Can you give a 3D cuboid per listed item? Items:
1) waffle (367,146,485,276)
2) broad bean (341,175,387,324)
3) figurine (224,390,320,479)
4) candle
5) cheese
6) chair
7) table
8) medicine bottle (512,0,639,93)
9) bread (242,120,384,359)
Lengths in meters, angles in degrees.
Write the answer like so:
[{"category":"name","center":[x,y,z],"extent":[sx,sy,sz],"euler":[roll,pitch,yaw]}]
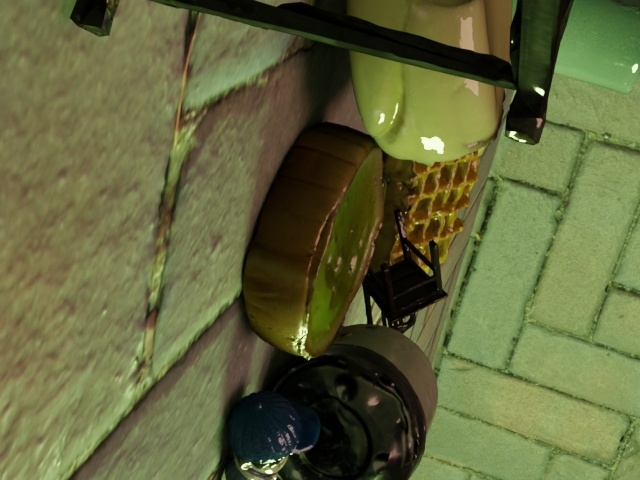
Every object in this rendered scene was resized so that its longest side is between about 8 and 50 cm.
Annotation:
[{"category":"waffle","center":[0.139,-0.068,1.361],"extent":[0.309,0.065,0.283],"euler":[-57,149,-15]},{"category":"broad bean","center":[0.038,0.006,1.168],"extent":[0.070,0.048,0.214],"euler":[-1,110,-77]},{"category":"figurine","center":[-0.062,0.212,1.001],"extent":[0.086,0.087,0.149],"euler":[-55,175,-50]},{"category":"candle","center":[0.048,0.192,1.188],"extent":[0.330,0.187,0.187],"euler":[-26,134,-75]},{"category":"cheese","center":[0.102,-0.202,0.892],"extent":[0.266,0.127,0.233],"euler":[-67,153,-53]},{"category":"chair","center":[0.106,0.076,1.280],"extent":[0.084,0.101,0.212],"euler":[-24,129,-14]},{"category":"table","center":[0.002,-0.217,0.281],"extent":[0.335,0.222,0.272],"euler":[37,71,-76]},{"category":"medicine bottle","center":[0.388,-0.384,1.559],"extent":[0.245,0.290,0.245],"euler":[19,90,-79]},{"category":"bread","center":[0.000,0.000,0.947],"extent":[0.236,0.070,0.236],"euler":[18,90,-77]}]
